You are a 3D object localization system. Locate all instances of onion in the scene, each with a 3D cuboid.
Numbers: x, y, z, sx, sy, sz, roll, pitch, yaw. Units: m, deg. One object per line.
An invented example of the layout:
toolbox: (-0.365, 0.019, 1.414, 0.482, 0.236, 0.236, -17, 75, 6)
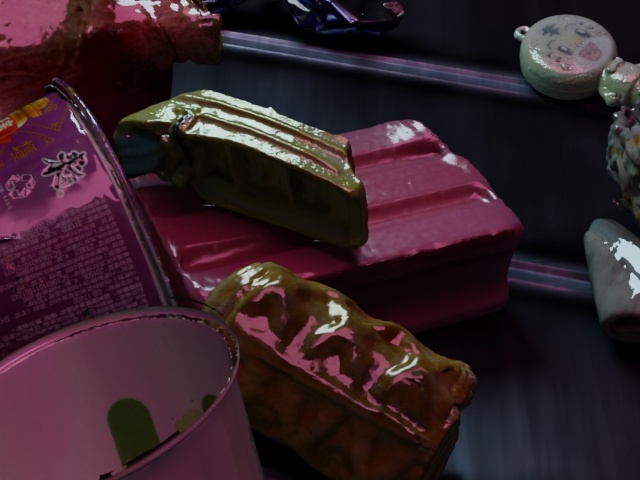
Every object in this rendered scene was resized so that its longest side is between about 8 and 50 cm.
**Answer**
onion: (-0.266, -0.198, 1.707, 0.385, 0.348, 0.348, -8, 32, 26)

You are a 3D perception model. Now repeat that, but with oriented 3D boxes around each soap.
soap: (0.000, 0.000, 1.652, 0.359, 0.128, 0.233, -13, 41, -19)

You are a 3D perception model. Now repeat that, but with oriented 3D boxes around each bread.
bread: (0.005, 0.126, 1.437, 0.267, 0.130, 0.152, 30, 78, 8)

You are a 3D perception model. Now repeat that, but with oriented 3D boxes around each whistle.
whistle: (0.358, -0.212, 2.006, 0.258, 0.067, 0.126, 29, 58, 24)

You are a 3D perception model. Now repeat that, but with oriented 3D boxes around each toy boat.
toy boat: (-0.068, -0.078, 1.559, 0.276, 0.111, 0.084, 17, 52, 22)

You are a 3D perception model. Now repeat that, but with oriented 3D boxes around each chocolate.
chocolate: (-0.055, -0.341, 2.098, 0.343, 0.126, 0.148, 7, 27, 4)

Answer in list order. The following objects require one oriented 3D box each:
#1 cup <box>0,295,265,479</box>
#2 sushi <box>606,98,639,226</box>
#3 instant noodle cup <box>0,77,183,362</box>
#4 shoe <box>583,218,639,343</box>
cup: (-0.139, 0.222, 1.198, 0.253, 0.274, 0.253, -17, 24, 8)
sushi: (0.503, -0.058, 1.691, 0.417, 0.176, 0.417, 3, 29, -2)
instant noodle cup: (-0.296, 0.053, 1.439, 0.266, 0.340, 0.340, -24, 44, -14)
shoe: (0.335, 0.065, 1.630, 0.103, 0.100, 0.251, 34, 8, -28)
